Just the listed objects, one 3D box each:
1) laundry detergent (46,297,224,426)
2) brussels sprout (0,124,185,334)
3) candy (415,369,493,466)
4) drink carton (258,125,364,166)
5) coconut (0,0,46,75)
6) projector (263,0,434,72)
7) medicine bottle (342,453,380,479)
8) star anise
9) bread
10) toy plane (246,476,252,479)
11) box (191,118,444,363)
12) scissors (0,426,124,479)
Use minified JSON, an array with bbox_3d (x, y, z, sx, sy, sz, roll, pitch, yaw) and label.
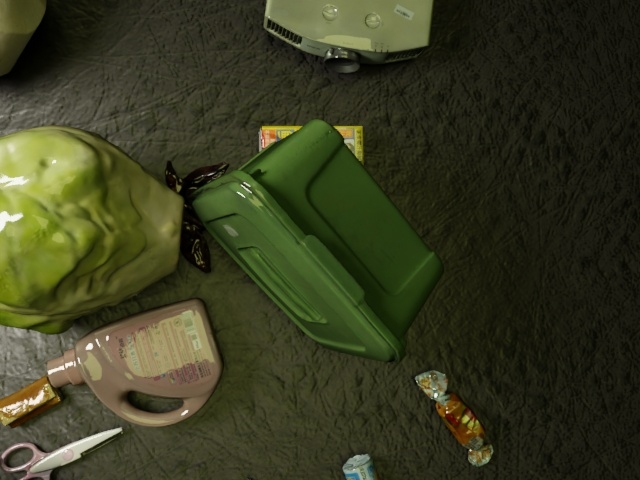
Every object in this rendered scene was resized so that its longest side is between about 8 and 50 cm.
[{"bbox_3d":[-0.261,0.194,0.881,0.236,0.076,0.171,-19,87,-10],"label":"laundry detergent"},{"bbox_3d":[-0.338,-0.012,0.786,0.316,0.274,0.243,-19,46,-3],"label":"brussels sprout"},{"bbox_3d":[0.221,0.284,0.965,0.053,0.046,0.182,-37,93,-9],"label":"candy"},{"bbox_3d":[-0.015,-0.146,0.970,0.165,0.056,0.071,-1,92,-9],"label":"drink carton"},{"bbox_3d":[-0.491,-0.339,0.825,0.202,0.202,0.222,49,123,-1],"label":"coconut"},{"bbox_3d":[0.046,-0.377,0.987,0.269,0.088,0.194,8,84,-8],"label":"projector"},{"bbox_3d":[0.088,0.429,0.926,0.051,0.051,0.191,-19,88,-11],"label":"medicine bottle"},{"bbox_3d":[-0.198,-0.054,0.930,0.156,0.053,0.213,-25,88,-7],"label":"star anise"},{"bbox_3d":[-0.421,0.233,0.872,0.083,0.036,0.047,-29,86,-13],"label":"bread"},{"bbox_3d":[-0.095,0.421,0.908,0.049,0.031,0.121,-29,86,-20],"label":"toy plane"},{"bbox_3d":[0.000,0.000,0.841,0.329,0.252,0.178,48,70,-17],"label":"box"},{"bbox_3d":[-0.371,0.312,0.878,0.176,0.022,0.086,-23,89,-8],"label":"scissors"}]
